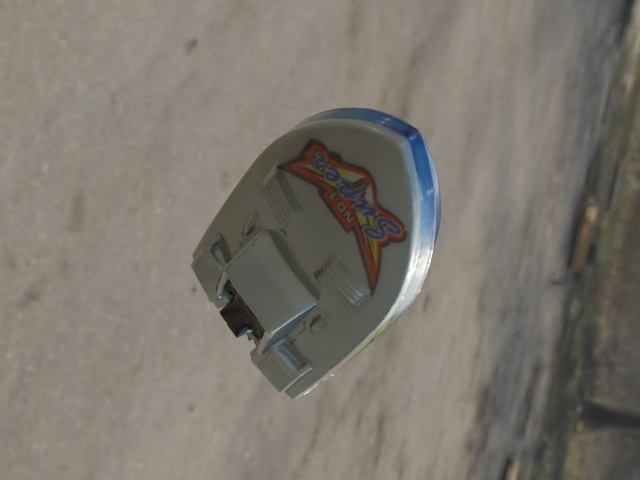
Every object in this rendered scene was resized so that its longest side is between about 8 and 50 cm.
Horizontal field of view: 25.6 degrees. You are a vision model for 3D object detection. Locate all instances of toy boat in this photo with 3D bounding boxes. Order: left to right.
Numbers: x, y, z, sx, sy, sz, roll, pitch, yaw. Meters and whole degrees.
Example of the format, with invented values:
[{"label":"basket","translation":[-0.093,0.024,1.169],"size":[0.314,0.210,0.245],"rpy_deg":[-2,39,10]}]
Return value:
[{"label":"toy boat","translation":[0.000,0.000,0.828],"size":[0.088,0.129,0.295],"rpy_deg":[-32,172,-27]}]
